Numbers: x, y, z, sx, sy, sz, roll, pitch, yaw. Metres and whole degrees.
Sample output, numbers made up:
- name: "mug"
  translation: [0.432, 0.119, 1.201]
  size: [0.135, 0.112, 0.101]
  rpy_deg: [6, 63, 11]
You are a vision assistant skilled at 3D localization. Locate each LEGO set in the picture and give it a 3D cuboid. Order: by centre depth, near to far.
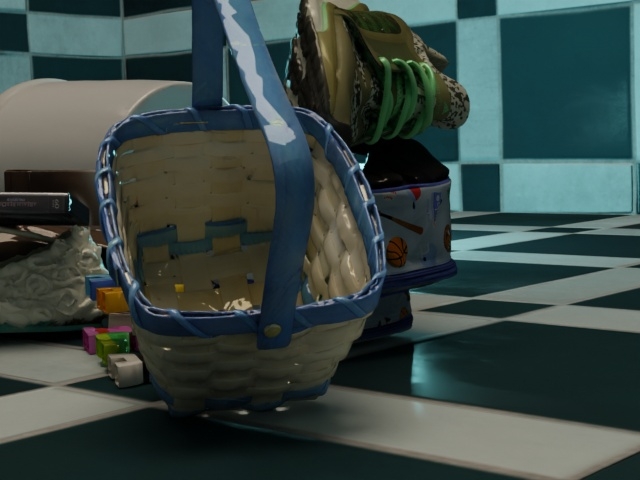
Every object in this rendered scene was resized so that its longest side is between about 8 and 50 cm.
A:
- name: "LEGO set"
  translation: [-0.163, 0.072, 1.130]
  size: [0.093, 0.087, 0.227]
  rpy_deg: [-4, 6, -18]

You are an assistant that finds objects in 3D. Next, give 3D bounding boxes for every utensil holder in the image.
- name: "utensil holder"
  translation: [-0.349, -0.109, 2.016]
  size: [0.385, 0.327, 0.327]
  rpy_deg: [6, 9, 42]

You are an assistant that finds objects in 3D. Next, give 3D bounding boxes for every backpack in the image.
- name: "backpack"
  translation: [0.000, 0.000, 1.207]
  size: [0.276, 0.213, 0.263]
  rpy_deg: [-17, 7, -41]

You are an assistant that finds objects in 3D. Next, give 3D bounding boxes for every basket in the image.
- name: "basket"
  translation: [-0.060, -0.032, 0.874]
  size: [0.201, 0.289, 0.255]
  rpy_deg: [-9, 49, -11]

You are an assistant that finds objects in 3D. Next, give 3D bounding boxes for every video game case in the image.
- name: "video game case"
  translation: [-0.397, -0.034, 1.295]
  size: [0.274, 0.026, 0.196]
  rpy_deg: [1, -3, -5]

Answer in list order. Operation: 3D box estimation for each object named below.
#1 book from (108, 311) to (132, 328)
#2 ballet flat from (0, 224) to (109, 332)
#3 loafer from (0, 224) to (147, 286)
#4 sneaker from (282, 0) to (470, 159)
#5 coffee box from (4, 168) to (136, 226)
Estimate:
- name: "book"
  translation: [-0.178, 0.085, 1.330]
  size: [0.096, 0.035, 0.144]
  rpy_deg: [2, 3, -4]
- name: "ballet flat"
  translation: [-0.421, 0.046, 1.270]
  size: [0.409, 0.147, 0.147]
  rpy_deg: [-5, 6, -26]
- name: "loafer"
  translation: [-0.363, 0.029, 1.422]
  size: [0.366, 0.134, 0.130]
  rpy_deg: [-4, 5, -20]
- name: "sneaker"
  translation: [0.059, -0.153, 1.155]
  size: [0.182, 0.158, 0.410]
  rpy_deg: [13, 22, 1]
- name: "coffee box"
  translation: [-0.277, -0.016, 1.665]
  size: [0.297, 0.168, 0.119]
  rpy_deg: [-3, 4, -30]
